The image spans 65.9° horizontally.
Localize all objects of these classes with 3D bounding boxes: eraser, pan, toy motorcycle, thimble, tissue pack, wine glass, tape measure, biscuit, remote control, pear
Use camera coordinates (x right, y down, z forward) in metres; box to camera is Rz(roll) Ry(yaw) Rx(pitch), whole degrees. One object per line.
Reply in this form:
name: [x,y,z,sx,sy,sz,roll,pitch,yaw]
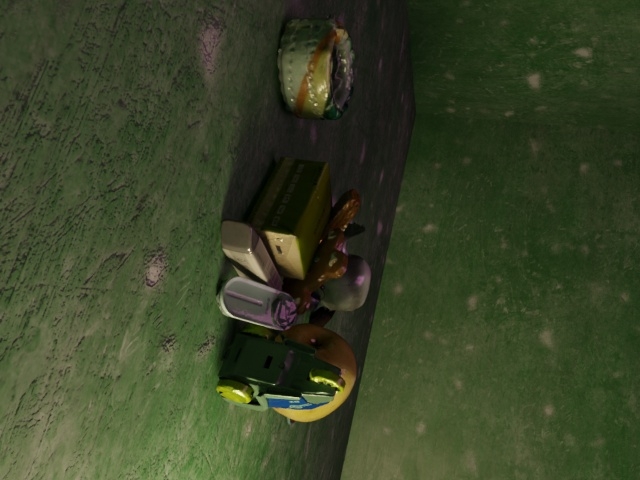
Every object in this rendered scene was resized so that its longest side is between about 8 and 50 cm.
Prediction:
eraser: [-0.171,0.063,1.273,0.352,0.089,0.061,71,35,-57]
pan: [0.014,0.287,2.001,0.048,0.128,0.202,49,38,-9]
toy motorcycle: [-0.091,0.363,1.292,0.200,0.326,0.191,82,24,-51]
thimble: [-0.007,-0.481,1.385,0.288,0.167,0.254,79,25,-52]
tissue pack: [-0.078,-0.064,1.370,0.200,0.167,0.274,82,23,-51]
wine glass: [0.082,0.102,1.917,0.238,0.238,0.323,-47,134,-62]
tape measure: [-0.051,0.155,1.750,0.104,0.107,0.179,20,55,-36]
biscuit: [-0.057,0.115,1.425,0.047,0.340,0.216,38,26,-27]
biscuit: [0.000,0.000,1.537,0.378,0.054,0.094,-51,-162,26]
remote control: [-0.159,0.163,1.257,0.247,0.052,0.104,27,63,-41]
pear: [-0.043,0.419,1.557,0.309,0.309,0.309,9,90,-74]

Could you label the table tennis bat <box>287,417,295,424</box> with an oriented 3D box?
table tennis bat: [-0.086,0.612,1.969,0.153,0.040,0.244,30,74,-72]
